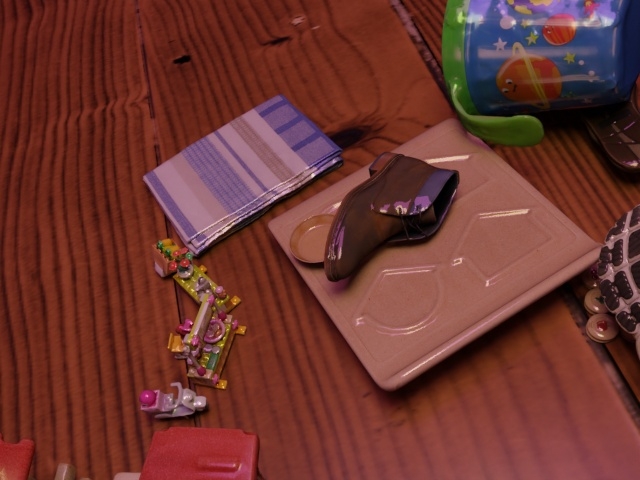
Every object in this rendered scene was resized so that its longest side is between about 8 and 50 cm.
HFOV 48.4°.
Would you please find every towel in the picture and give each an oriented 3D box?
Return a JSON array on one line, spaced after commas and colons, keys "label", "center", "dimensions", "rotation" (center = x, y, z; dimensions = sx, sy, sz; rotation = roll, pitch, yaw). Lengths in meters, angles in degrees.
[{"label": "towel", "center": [-0.127, -0.112, 1.136], "dimensions": [0.285, 0.034, 0.209], "rotation": [-34, 53, -11]}]

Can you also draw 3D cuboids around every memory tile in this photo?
[{"label": "memory tile", "center": [0.382, 0.059, 0.878], "dimensions": [0.113, 0.012, 0.148], "rotation": [-2, 53, 14]}]

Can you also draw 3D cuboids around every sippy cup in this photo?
[{"label": "sippy cup", "center": [0.319, -0.278, 0.988], "dimensions": [0.224, 0.240, 0.306], "rotation": [10, 98, 34]}]

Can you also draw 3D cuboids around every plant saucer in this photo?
[{"label": "plant saucer", "center": [0.000, 0.000, 0.938], "dimensions": [0.083, 0.015, 0.083], "rotation": [-10, 49, 12]}]

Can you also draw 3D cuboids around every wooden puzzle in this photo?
[{"label": "wooden puzzle", "center": [0.138, 0.008, 0.949], "dimensions": [0.322, 0.080, 0.348], "rotation": [-30, 47, -9]}]

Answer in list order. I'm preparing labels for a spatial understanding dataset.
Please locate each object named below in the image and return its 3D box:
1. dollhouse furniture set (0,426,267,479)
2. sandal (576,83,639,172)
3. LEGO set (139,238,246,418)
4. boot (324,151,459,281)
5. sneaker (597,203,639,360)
[{"label": "dollhouse furniture set", "center": [-0.222, 0.300, 0.741], "dimensions": [0.374, 0.201, 0.152], "rotation": [-2, 53, 13]}, {"label": "sandal", "center": [0.423, -0.168, 1.006], "dimensions": [0.090, 0.060, 0.219], "rotation": [-25, 45, 18]}, {"label": "LEGO set", "center": [-0.177, 0.086, 0.948], "dimensions": [0.132, 0.107, 0.287], "rotation": [-13, 53, 4]}, {"label": "boot", "center": [0.090, -0.030, 0.888], "dimensions": [0.106, 0.082, 0.219], "rotation": [11, 53, 30]}, {"label": "sneaker", "center": [0.395, 0.092, 0.783], "dimensions": [0.107, 0.118, 0.279], "rotation": [-30, 57, 39]}]
